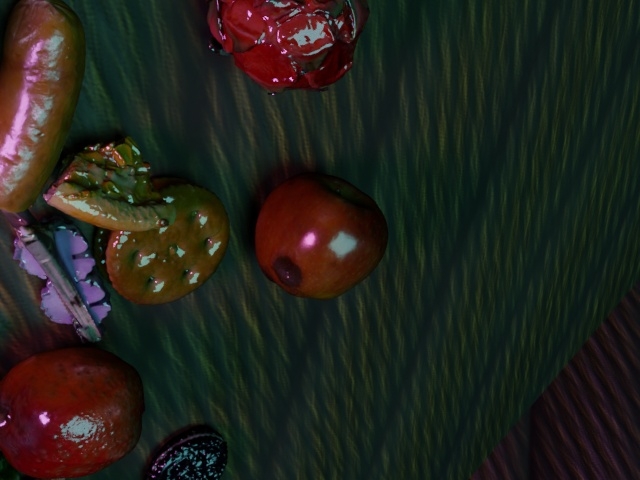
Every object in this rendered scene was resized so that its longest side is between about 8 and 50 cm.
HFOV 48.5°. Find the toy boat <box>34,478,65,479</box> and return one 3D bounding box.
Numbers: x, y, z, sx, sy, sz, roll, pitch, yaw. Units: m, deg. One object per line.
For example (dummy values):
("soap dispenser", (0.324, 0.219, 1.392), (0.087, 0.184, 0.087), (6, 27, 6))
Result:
("toy boat", (-0.537, 0.602, 1.256), (0.162, 0.136, 0.446), (15, 112, -43))

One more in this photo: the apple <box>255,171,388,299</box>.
("apple", (0.000, 0.000, 1.237), (0.230, 0.230, 0.230), (-24, 132, -29))

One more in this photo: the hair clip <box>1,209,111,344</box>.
("hair clip", (-0.373, 0.052, 1.031), (0.106, 0.084, 0.292), (-22, 138, -11))

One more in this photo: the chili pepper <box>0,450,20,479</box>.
("chili pepper", (-0.514, 0.316, 0.983), (0.099, 0.136, 0.270), (-45, 140, -15))

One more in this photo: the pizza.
("pizza", (-0.277, -0.083, 0.979), (0.182, 0.161, 0.062), (24, 136, -35))

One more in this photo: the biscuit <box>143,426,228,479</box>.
("biscuit", (-0.272, 0.465, 1.446), (0.194, 0.053, 0.195), (-24, 134, -29))

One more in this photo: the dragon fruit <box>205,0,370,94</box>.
("dragon fruit", (-0.040, -0.310, 1.008), (0.234, 0.234, 0.293), (-43, 170, -10))

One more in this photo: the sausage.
("sausage", (-0.355, -0.165, 0.871), (0.108, 0.109, 0.271), (4, 118, -44))

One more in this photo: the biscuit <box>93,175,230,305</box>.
("biscuit", (-0.246, 0.002, 1.124), (0.220, 0.066, 0.221), (-25, 133, -30))

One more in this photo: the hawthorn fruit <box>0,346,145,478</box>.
("hawthorn fruit", (-0.391, 0.254, 1.069), (0.249, 0.215, 0.215), (15, 107, -41))
